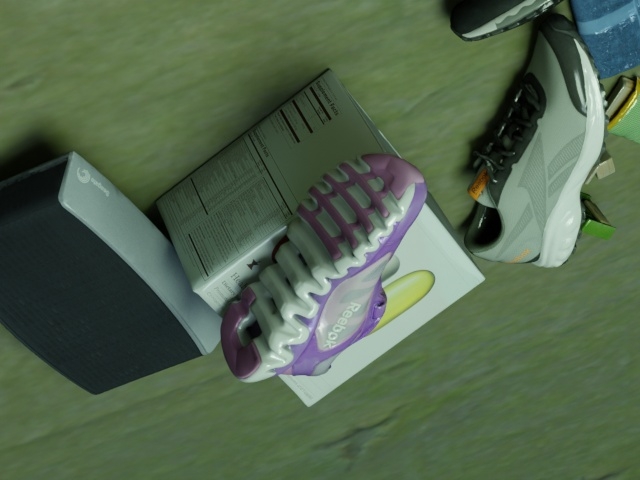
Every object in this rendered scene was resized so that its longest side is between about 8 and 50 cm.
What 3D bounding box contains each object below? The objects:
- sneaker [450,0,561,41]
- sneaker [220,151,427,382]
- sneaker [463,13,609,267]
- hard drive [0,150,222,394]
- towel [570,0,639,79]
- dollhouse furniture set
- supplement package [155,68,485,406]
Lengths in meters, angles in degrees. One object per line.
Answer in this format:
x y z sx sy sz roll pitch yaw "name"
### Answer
0.215 -0.285 1.479 0.283 0.107 0.124 -33 91 23 "sneaker"
0.019 0.029 1.426 0.104 0.095 0.236 19 120 -37 "sneaker"
0.198 -0.084 1.605 0.108 0.100 0.271 -4 126 -14 "sneaker"
-0.211 0.040 1.519 0.172 0.054 0.255 -21 134 20 "hard drive"
0.268 -0.206 1.588 0.067 0.029 0.119 -24 131 -4 "towel"
0.292 -0.080 1.671 0.076 0.058 0.152 17 116 -32 "dollhouse furniture set"
0.000 0.000 1.547 0.203 0.149 0.194 -37 129 6 "supplement package"
